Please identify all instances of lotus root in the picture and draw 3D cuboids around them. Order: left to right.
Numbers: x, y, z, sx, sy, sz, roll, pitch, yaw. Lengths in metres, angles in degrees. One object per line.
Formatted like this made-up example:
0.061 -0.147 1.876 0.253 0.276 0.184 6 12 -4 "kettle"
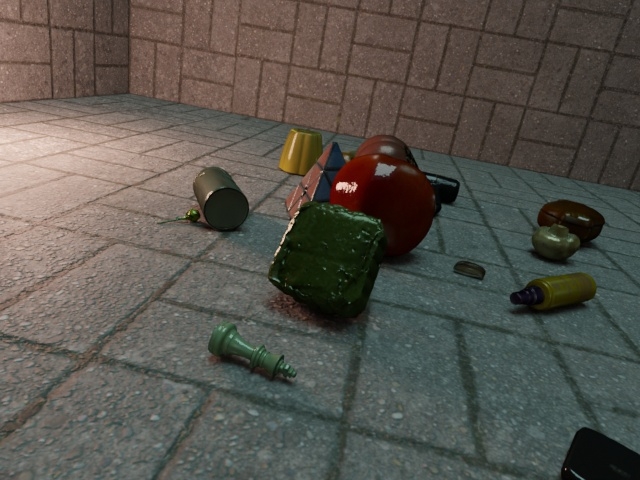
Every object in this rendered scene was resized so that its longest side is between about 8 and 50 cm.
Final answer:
0.405 0.076 1.258 0.083 0.038 0.030 16 18 15 "lotus root"

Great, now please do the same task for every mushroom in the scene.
0.757 0.004 1.497 0.147 0.112 0.148 17 17 -5 "mushroom"

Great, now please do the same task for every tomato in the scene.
0.158 -0.084 1.270 0.298 0.299 0.226 17 56 18 "tomato"

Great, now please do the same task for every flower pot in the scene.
-0.076 -0.391 2.032 0.195 0.179 0.195 9 19 -3 "flower pot"

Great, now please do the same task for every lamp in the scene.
0.210 -0.194 1.539 0.239 0.306 0.305 -18 13 21 "lamp"

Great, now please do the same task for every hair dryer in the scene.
0.469 -0.168 1.855 0.189 0.107 0.352 13 29 3 "hair dryer"

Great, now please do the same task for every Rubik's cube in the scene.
0.006 -0.120 1.437 0.233 0.229 0.228 -26 -19 1 "Rubik's cube"

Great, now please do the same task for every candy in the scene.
-0.389 -0.060 1.270 0.122 0.035 0.035 -17 45 -32 "candy"

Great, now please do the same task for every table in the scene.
-0.291 -0.124 1.333 0.126 0.127 0.220 0 22 -24 "table"

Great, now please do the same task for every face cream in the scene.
0.568 0.128 1.143 0.273 0.078 0.078 -4 25 -30 "face cream"

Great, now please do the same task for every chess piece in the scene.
-0.104 0.182 0.743 0.149 0.059 0.059 20 23 15 "chess piece"

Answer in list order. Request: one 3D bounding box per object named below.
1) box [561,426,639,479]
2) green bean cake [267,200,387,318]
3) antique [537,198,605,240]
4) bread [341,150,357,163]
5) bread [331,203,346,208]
0.409 0.329 0.642 0.126 0.027 0.125 26 29 33 "box"
0.018 0.035 0.944 0.200 0.214 0.113 16 -15 17 "green bean cake"
0.934 -0.072 1.741 0.223 0.129 0.278 15 22 11 "antique"
0.102 -0.275 1.840 0.262 0.163 0.204 29 30 21 "bread"
0.002 0.005 1.102 0.156 0.158 0.260 -14 29 -40 "bread"
